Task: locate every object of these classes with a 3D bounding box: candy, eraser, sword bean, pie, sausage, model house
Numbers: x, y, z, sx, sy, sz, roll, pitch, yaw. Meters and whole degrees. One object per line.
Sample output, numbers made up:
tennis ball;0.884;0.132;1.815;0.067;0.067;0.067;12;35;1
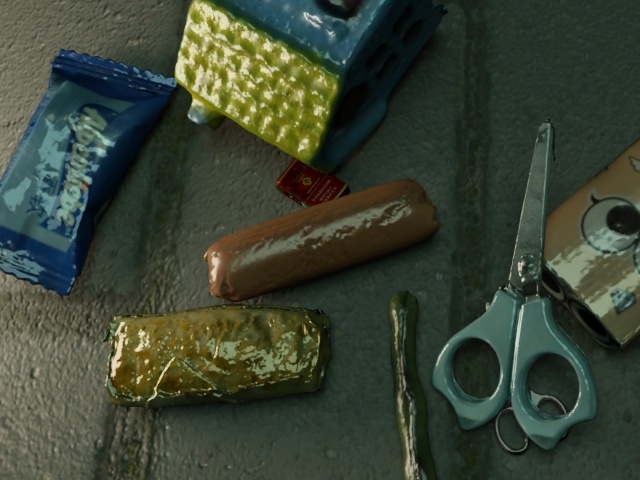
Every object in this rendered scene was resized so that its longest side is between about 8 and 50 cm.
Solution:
candy;-0.334;-0.102;1.354;0.187;0.077;0.331;19;73;9
eraser;0.389;-0.025;1.188;0.290;0.087;0.171;-39;69;-6
sword bean;0.105;0.185;1.181;0.043;0.038;0.269;-10;66;12
pie;-0.130;0.133;1.228;0.282;0.068;0.128;-5;67;12
sausage;-0.001;0.000;1.247;0.289;0.086;0.086;-19;66;3
model house;-0.026;-0.245;1.282;0.237;0.215;0.303;33;100;18

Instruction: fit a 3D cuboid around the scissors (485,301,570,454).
scissors;0.220;0.152;1.182;0.085;0.022;0.176;-20;69;9

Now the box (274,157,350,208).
box;-0.011;-0.067;1.309;0.082;0.023;0.051;33;76;20

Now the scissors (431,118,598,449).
scissors;0.230;0.043;1.151;0.191;0.029;0.360;7;87;31
